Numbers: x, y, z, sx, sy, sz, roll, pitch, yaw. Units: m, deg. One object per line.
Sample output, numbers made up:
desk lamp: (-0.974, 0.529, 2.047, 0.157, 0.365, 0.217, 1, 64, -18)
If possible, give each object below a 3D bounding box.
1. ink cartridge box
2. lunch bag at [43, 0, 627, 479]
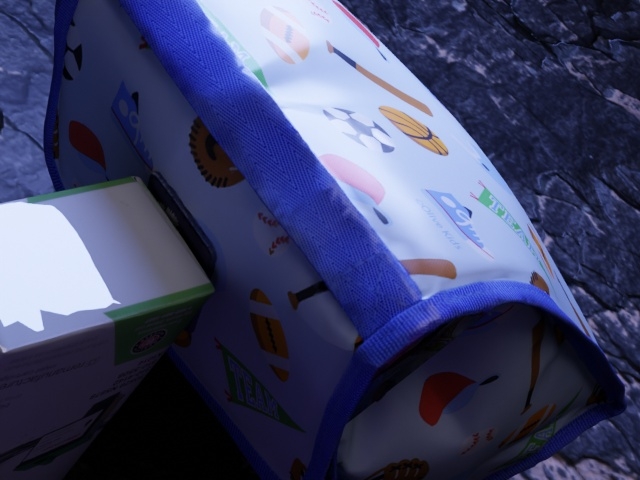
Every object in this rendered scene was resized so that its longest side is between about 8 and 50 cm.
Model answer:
ink cartridge box: (-0.185, 0.075, 0.997, 0.160, 0.219, 0.092, -16, 63, -48)
lunch bag: (0.000, 0.000, 1.125, 0.328, 0.239, 0.385, 53, 1, 23)
